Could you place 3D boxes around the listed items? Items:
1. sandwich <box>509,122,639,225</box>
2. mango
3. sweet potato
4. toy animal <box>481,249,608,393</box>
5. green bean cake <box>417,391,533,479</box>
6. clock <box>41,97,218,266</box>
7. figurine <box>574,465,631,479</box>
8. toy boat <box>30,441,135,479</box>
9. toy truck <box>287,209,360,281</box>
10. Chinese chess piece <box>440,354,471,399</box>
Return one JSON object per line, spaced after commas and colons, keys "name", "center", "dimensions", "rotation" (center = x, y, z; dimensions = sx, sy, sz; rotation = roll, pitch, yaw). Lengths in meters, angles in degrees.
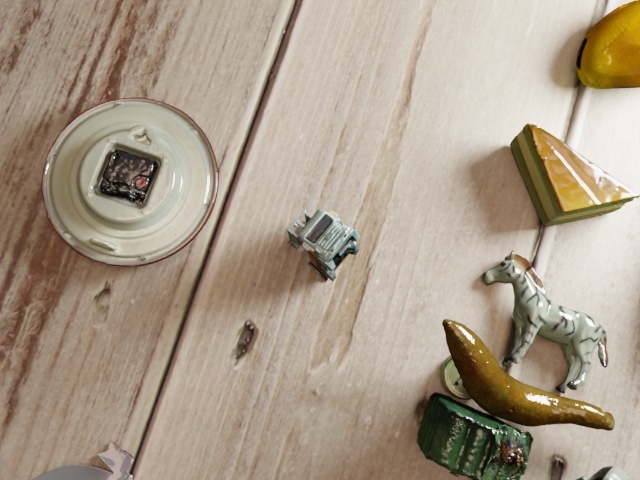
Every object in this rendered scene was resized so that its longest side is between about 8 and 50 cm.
{"name": "sandwich", "center": [0.450, -0.129, 1.214], "dimensions": [0.144, 0.117, 0.187], "rotation": [-17, 78, -6]}
{"name": "mango", "center": [0.591, -0.360, 1.252], "dimensions": [0.236, 0.136, 0.166], "rotation": [-27, 67, -1]}
{"name": "sweet potato", "center": [0.323, 0.252, 1.122], "dimensions": [0.346, 0.108, 0.079], "rotation": [29, 39, -7]}
{"name": "toy animal", "center": [0.377, 0.154, 1.176], "dimensions": [0.255, 0.090, 0.170], "rotation": [43, 78, 4]}
{"name": "green bean cake", "center": [0.259, 0.332, 1.081], "dimensions": [0.193, 0.208, 0.107], "rotation": [24, 83, 6]}
{"name": "clock", "center": [-0.343, -0.110, 1.219], "dimensions": [0.318, 0.080, 0.319], "rotation": [0, 80, 0]}
{"name": "figurine", "center": [0.325, 0.479, 1.013], "dimensions": [0.167, 0.285, 0.343], "rotation": [21, 78, 5]}
{"name": "toy boat", "center": [-0.472, 0.462, 1.120], "dimensions": [0.219, 0.072, 0.318], "rotation": [27, 77, 1]}
{"name": "toy truck", "center": [0.001, -0.001, 1.153], "dimensions": [0.115, 0.178, 0.080], "rotation": [39, 81, 8]}
{"name": "Chinese chess piece", "center": [0.253, 0.237, 1.183], "dimensions": [0.084, 0.034, 0.084], "rotation": [0, 81, -2]}
